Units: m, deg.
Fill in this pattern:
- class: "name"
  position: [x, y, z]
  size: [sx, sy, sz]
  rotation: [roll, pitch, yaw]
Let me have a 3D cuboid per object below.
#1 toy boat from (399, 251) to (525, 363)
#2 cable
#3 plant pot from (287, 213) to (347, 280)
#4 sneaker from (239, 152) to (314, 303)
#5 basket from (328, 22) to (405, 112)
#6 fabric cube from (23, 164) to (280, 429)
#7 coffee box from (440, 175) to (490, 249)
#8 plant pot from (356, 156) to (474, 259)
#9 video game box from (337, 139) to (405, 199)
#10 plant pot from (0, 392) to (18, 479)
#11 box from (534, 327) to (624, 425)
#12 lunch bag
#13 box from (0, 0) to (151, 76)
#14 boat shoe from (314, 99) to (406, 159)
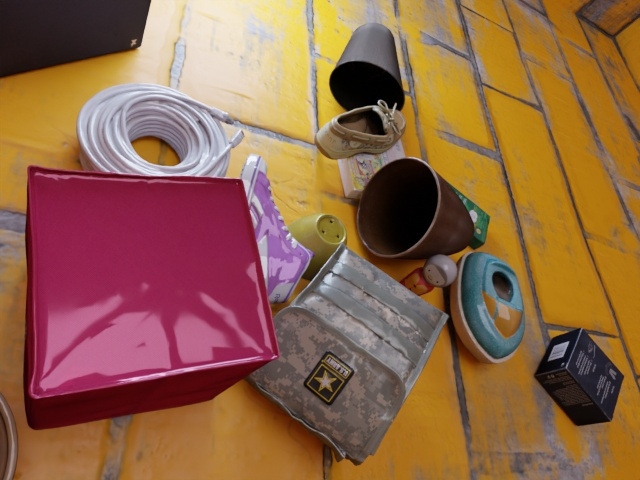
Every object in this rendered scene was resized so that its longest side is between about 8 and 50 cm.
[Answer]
- class: "toy boat"
  position: [0.332, 0.121, 1.009]
  size: [0.318, 0.148, 0.267]
  rotation: [20, 55, -21]
- class: "cable"
  position: [-0.293, -0.166, 0.827]
  size: [0.257, 0.089, 0.257]
  rotation: [28, 53, -14]
- class: "plant pot"
  position: [0.000, 0.000, 0.907]
  size: [0.134, 0.095, 0.134]
  rotation: [15, 58, -25]
- class: "sneaker"
  position: [-0.090, -0.019, 0.852]
  size: [0.161, 0.102, 0.282]
  rotation: [9, 70, -15]
- class: "basket"
  position: [0.131, -0.456, 1.216]
  size: [0.204, 0.154, 0.227]
  rotation: [25, 50, -19]
- class: "fabric cube"
  position: [-0.240, 0.083, 0.608]
  size: [0.259, 0.258, 0.254]
  rotation: [0, 65, -31]
- class: "coffee box"
  position: [0.357, -0.073, 1.204]
  size: [0.184, 0.040, 0.113]
  rotation: [36, 51, -10]
- class: "plant pot"
  position: [0.236, -0.044, 1.028]
  size: [0.230, 0.215, 0.215]
  rotation: [18, 55, -41]
- class: "video game box"
  position: [0.129, -0.189, 1.125]
  size: [0.187, 0.048, 0.205]
  rotation: [6, 61, -31]
- class: "plant pot"
  position: [-0.453, 0.247, 0.479]
  size: [0.237, 0.110, 0.237]
  rotation: [15, 56, -24]
- class: "box"
  position: [0.622, 0.326, 1.107]
  size: [0.158, 0.093, 0.156]
  rotation: [50, 50, 3]
- class: "lunch bag"
  position: [0.039, 0.183, 0.764]
  size: [0.235, 0.169, 0.287]
  rotation: [35, 51, 9]
- class: "box"
  position: [-0.511, -0.487, 0.815]
  size: [0.296, 0.183, 0.294]
  rotation: [-37, 88, -39]
- class: "boat shoe"
  position: [0.115, -0.260, 1.069]
  size: [0.285, 0.089, 0.104]
  rotation: [-28, 79, -38]
